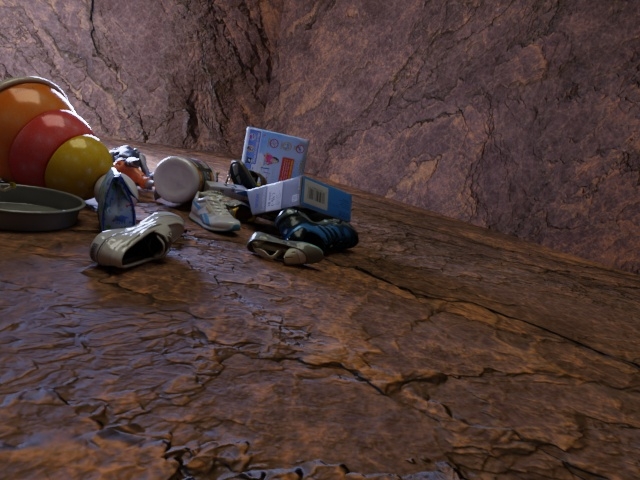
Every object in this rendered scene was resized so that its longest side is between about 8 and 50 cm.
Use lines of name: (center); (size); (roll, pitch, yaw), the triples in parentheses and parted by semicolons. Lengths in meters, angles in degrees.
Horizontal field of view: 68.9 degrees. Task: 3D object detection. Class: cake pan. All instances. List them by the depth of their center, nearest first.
cake pan: (-0.740, -0.084, 1.144); (0.294, 0.054, 0.293); (12, 13, -3)

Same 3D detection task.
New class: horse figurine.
horse figurine: (-0.365, -0.210, 1.853); (0.066, 0.174, 0.263); (9, 25, 4)

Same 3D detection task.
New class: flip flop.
flip flop: (-0.234, -0.201, 1.744); (0.112, 0.080, 0.277); (2, -36, 48)

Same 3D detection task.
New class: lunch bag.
lunch bag: (-0.521, -0.103, 1.195); (0.097, 0.151, 0.129); (-6, 20, -28)

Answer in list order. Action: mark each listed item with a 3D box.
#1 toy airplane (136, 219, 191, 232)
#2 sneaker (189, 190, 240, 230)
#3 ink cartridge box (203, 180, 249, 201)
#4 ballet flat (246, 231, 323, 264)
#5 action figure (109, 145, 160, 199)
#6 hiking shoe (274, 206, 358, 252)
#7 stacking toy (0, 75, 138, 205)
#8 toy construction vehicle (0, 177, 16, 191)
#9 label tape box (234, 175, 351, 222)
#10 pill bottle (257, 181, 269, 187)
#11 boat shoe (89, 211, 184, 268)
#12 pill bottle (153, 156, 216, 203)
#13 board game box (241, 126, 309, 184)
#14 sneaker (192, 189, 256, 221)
toy airplane: (-0.430, -0.033, 1.270); (0.151, 0.028, 0.151); (11, 11, -2)
sneaker: (-0.330, -0.087, 1.449); (0.229, 0.092, 0.088); (24, 16, 38)
ink cartridge box: (-0.326, -0.146, 1.668); (0.180, 0.104, 0.060); (5, 20, -32)
ballet flat: (-0.098, 0.033, 1.247); (0.214, 0.072, 0.068); (15, 41, 16)
action figure: (-0.669, -0.266, 1.734); (0.342, 0.178, 0.330); (1, 27, -30)
hiking shoe: (0.000, 0.000, 1.429); (0.304, 0.113, 0.132); (11, 42, -35)
stacking toy: (-0.749, -0.227, 1.384); (0.480, 0.350, 0.351); (34, 17, 10)
toy construction vehicle: (-0.807, -0.136, 1.125); (0.086, 0.035, 0.098); (4, 8, 16)
label tape box: (-0.098, -0.111, 1.573); (0.334, 0.105, 0.241); (-8, -16, 42)
pill bottle: (-0.270, -0.182, 1.880); (0.103, 0.103, 0.184); (17, 14, 20)
boat shoe: (-0.376, 0.001, 1.035); (0.088, 0.096, 0.267); (20, 16, 16)
pill bottle: (-0.480, -0.220, 1.701); (0.162, 0.162, 0.278); (13, 8, 3)
board game box: (-0.230, -0.372, 2.276); (0.302, 0.307, 0.086); (12, 11, -6)
sneaker: (-0.318, -0.113, 1.580); (0.226, 0.087, 0.093); (7, 15, -20)
